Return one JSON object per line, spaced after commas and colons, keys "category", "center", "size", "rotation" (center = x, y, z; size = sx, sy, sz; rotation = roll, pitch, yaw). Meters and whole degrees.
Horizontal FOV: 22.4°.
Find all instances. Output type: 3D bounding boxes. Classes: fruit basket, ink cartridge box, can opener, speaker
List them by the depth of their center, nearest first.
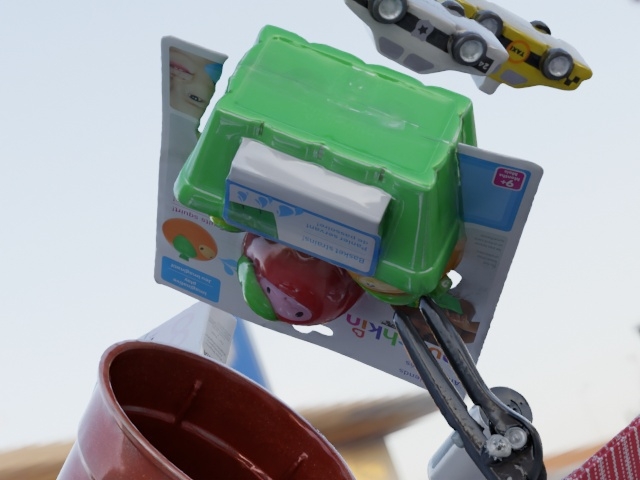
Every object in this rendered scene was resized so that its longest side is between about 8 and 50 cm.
{"category": "can opener", "center": [0.116, 0.127, 1.299], "size": [0.059, 0.186, 0.073], "rotation": [-32, -17, -15]}
{"category": "fruit basket", "center": [0.000, 0.000, 1.398], "size": [0.353, 0.327, 0.165], "rotation": [103, -169, -48]}
{"category": "speaker", "center": [0.148, 0.189, 1.501], "size": [0.055, 0.055, 0.136], "rotation": [-12, -28, -27]}
{"category": "ink cartridge box", "center": [-0.196, 0.188, 1.865], "size": [0.189, 0.066, 0.232], "rotation": [-30, 24, 29]}

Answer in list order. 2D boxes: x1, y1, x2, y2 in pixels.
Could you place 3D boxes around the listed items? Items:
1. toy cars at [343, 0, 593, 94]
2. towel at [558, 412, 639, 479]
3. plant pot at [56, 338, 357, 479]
{"category": "toy cars", "center": [0.141, -0.206, 1.687], "size": [0.393, 0.176, 0.087], "rotation": [-1, -53, -57]}
{"category": "towel", "center": [0.359, 0.325, 1.915], "size": [0.031, 0.199, 0.275], "rotation": [-4, 15, 40]}
{"category": "plant pot", "center": [-0.144, 0.275, 1.442], "size": [0.265, 0.272, 0.272], "rotation": [-56, -28, 15]}
